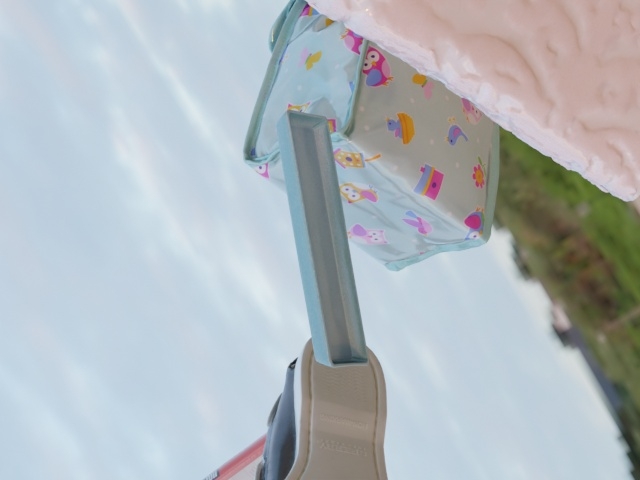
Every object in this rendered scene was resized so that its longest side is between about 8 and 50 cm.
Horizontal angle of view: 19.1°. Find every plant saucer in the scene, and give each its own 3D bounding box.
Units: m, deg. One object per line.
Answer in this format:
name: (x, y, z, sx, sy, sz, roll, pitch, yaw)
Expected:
plant saucer: (0.000, 0.000, 1.405, 0.067, 0.018, 0.192, 4, -105, -64)

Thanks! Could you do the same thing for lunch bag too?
lunch bag: (0.063, -0.139, 1.822, 0.223, 0.160, 0.262, 35, -128, -35)

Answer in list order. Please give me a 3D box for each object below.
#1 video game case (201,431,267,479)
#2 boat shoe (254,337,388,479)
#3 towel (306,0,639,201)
video game case: (-0.079, 0.326, 1.892, 0.204, 0.285, 0.025, 48, -168, -24)
boat shoe: (0.000, 0.216, 1.581, 0.114, 0.091, 0.302, 21, -136, -9)
towel: (0.152, -0.237, 1.304, 0.332, 0.317, 0.053, 29, 166, -26)
